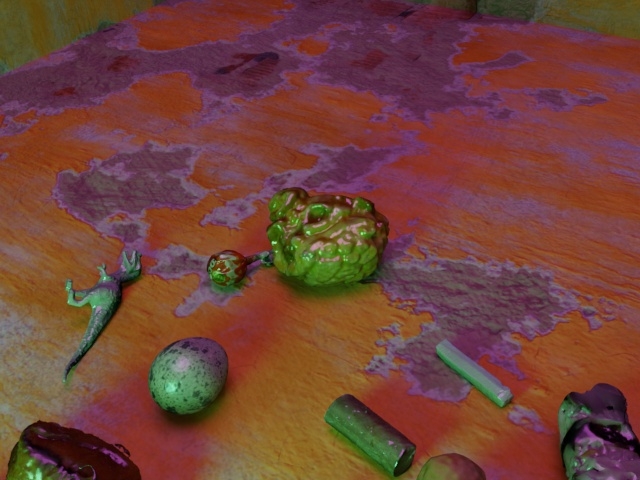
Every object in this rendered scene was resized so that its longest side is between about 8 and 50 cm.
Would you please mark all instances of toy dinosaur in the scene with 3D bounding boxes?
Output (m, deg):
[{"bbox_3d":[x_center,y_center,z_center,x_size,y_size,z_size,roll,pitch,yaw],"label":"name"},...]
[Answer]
[{"bbox_3d":[-0.502,0.138,1.632,0.129,0.076,0.383,25,46,-2],"label":"toy dinosaur"}]

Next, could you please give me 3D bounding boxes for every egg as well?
[{"bbox_3d":[-0.237,0.244,1.420,0.132,0.132,0.172,17,28,26],"label":"egg"}]

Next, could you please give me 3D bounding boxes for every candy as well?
[{"bbox_3d":[-0.132,0.032,1.765,0.287,0.078,0.084,-21,18,-37],"label":"candy"}]

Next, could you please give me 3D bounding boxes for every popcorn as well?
[{"bbox_3d":[0.000,0.000,1.691,0.285,0.174,0.225,14,47,16],"label":"popcorn"}]

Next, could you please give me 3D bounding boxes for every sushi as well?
[{"bbox_3d":[0.438,0.342,1.215,0.124,0.130,0.332,3,36,10],"label":"sushi"},{"bbox_3d":[-0.394,0.402,1.209,0.296,0.179,0.167,26,14,10],"label":"sushi"}]

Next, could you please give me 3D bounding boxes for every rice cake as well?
[{"bbox_3d":[0.288,0.244,1.447,0.042,0.030,0.180,-29,43,-23],"label":"rice cake"}]

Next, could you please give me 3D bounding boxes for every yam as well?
[{"bbox_3d":[0.087,0.329,1.322,0.068,0.068,0.169,-31,44,-32],"label":"yam"}]

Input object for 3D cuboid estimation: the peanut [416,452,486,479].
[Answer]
[{"bbox_3d":[0.169,0.435,1.111,0.147,0.148,0.319,6,36,13],"label":"peanut"}]
